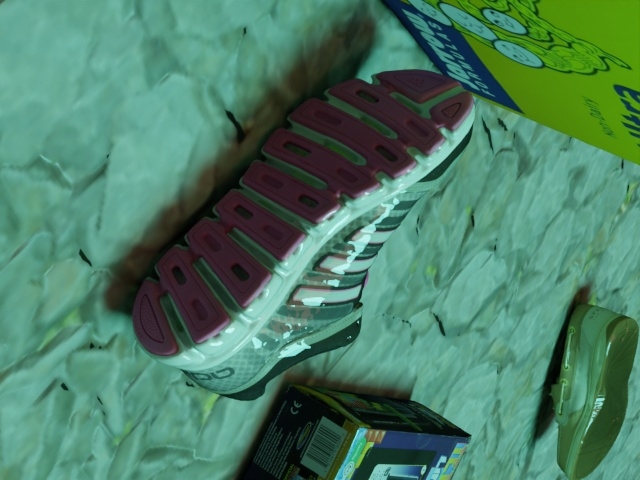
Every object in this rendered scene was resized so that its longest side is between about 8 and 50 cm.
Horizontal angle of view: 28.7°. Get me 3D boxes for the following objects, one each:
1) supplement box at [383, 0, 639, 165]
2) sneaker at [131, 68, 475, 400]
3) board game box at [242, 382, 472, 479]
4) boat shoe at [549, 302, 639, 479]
[{"bbox_3d":[0.200,-0.112,0.426,0.195,0.357,0.194,-59,148,-4],"label":"supplement box"},{"bbox_3d":[0.000,0.000,0.512,0.170,0.063,0.074,-45,145,-16],"label":"sneaker"},{"bbox_3d":[-0.001,0.162,0.650,0.141,0.048,0.170,20,97,-61],"label":"board game box"},{"bbox_3d":[0.186,0.105,0.876,0.050,0.045,0.135,-13,122,-39],"label":"boat shoe"}]
